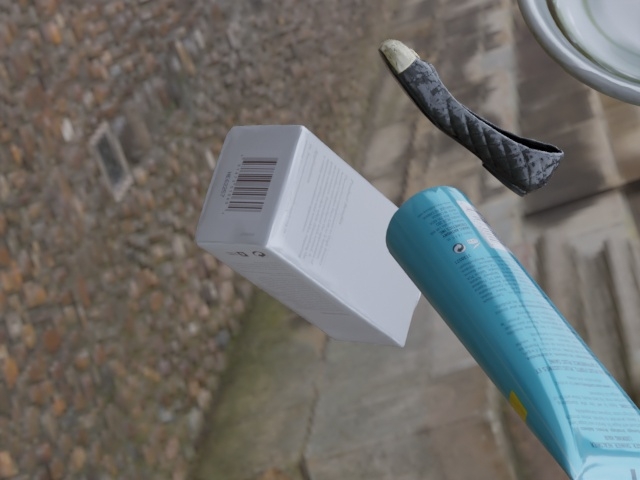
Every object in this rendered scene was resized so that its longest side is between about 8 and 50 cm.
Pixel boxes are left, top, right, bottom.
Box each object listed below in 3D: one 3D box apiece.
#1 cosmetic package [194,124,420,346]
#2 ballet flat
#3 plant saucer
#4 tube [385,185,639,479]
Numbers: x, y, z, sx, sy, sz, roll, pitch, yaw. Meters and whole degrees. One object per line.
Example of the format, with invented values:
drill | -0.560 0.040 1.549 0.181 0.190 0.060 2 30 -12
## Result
cosmetic package | 0.000 0.000 1.242 0.231 0.085 0.117 40 61 -48
ballet flat | 0.113 -0.100 1.079 0.173 0.049 0.057 38 13 -18
plant saucer | 0.430 -0.301 1.663 0.100 0.400 0.400 72 7 -61
tube | 0.102 0.051 0.704 0.207 0.080 0.052 55 -47 44
